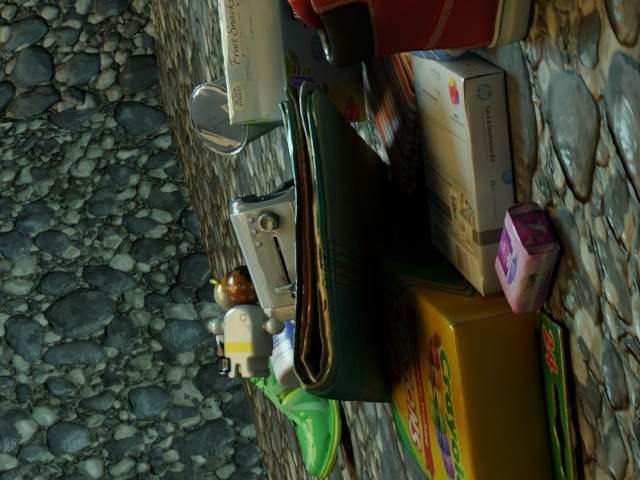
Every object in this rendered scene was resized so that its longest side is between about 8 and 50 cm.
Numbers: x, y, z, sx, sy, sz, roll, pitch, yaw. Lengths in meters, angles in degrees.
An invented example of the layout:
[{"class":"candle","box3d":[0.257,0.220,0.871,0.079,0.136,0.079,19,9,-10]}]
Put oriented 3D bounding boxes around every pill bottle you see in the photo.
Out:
[{"class":"pill bottle","box3d":[-0.031,0.104,2.053,0.112,0.112,0.187,97,158,-62]}]

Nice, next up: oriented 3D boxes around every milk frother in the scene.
[{"class":"milk frother","box3d":[-0.071,-0.188,1.559,0.129,0.134,0.143,-27,96,46]}]

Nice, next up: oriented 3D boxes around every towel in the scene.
[{"class":"towel","box3d":[0.028,0.021,1.387,0.370,0.040,0.272,32,-126,-75]},{"class":"towel","box3d":[0.076,-0.150,1.416,0.197,0.029,0.144,92,164,-63]}]

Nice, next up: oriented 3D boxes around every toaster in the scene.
[{"class":"toaster","box3d":[0.000,0.000,1.605,0.227,0.129,0.146,-24,-78,-63]}]

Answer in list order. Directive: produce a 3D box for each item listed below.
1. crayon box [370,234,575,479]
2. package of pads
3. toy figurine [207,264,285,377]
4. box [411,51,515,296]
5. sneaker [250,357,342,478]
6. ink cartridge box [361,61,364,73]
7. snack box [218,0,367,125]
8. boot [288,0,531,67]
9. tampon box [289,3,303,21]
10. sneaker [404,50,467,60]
[{"class":"crayon box","box3d":[0.131,0.128,1.272,0.318,0.081,0.202,-137,37,-72]},{"class":"package of pads","box3d":[0.159,0.013,1.118,0.083,0.032,0.050,92,162,-54]},{"class":"toy figurine","box3d":[-0.034,0.093,1.787,0.213,0.209,0.148,150,118,-82]},{"class":"box","box3d":[0.122,-0.064,1.220,0.145,0.038,0.186,-128,27,-68]},{"class":"sneaker","box3d":[-0.043,0.226,2.226,0.109,0.123,0.296,118,139,-74]},{"class":"ink cartridge box","box3d":[-0.027,-0.298,1.609,0.255,0.097,0.189,-117,18,-58]},{"class":"snack box","box3d":[-0.026,-0.199,1.406,0.207,0.070,0.175,-8,-87,-69]},{"class":"boot","box3d":[0.060,-0.222,0.986,0.244,0.176,0.088,91,166,-46]},{"class":"tampon box","box3d":[0.026,-0.280,1.264,0.101,0.120,0.161,-139,38,-75]},{"class":"sneaker","box3d":[0.089,-0.241,1.145,0.081,0.080,0.211,34,140,45]}]
